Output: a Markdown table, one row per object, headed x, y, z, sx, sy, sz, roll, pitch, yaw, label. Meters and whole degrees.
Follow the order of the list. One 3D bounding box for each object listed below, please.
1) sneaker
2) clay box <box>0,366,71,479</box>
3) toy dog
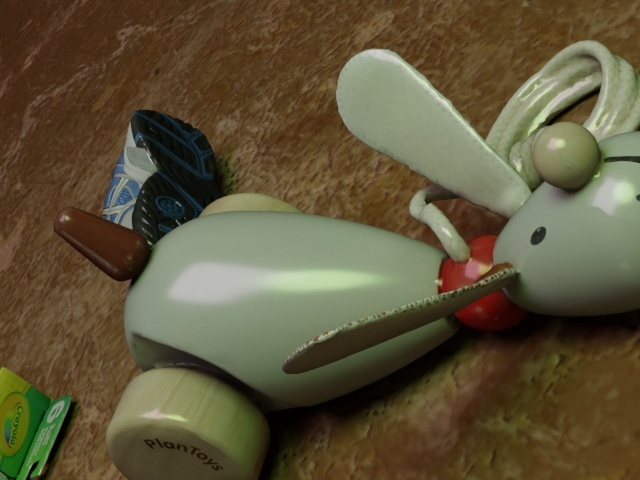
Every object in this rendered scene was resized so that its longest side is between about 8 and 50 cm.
| x | y | z | sx | sy | sz | roll | pitch | yaw | label |
| --- | --- | --- | --- | --- | --- | --- | --- | --- | --- |
| -0.103 | -0.006 | 0.836 | 0.081 | 0.080 | 0.211 | -60 | 23 | 25 | sneaker |
| -0.271 | 0.165 | 0.865 | 0.222 | 0.053 | 0.127 | -20 | 41 | 41 | clay box |
| 0.000 | 0.000 | 0.587 | 0.333 | 0.161 | 0.220 | -35 | 32 | 22 | toy dog |
